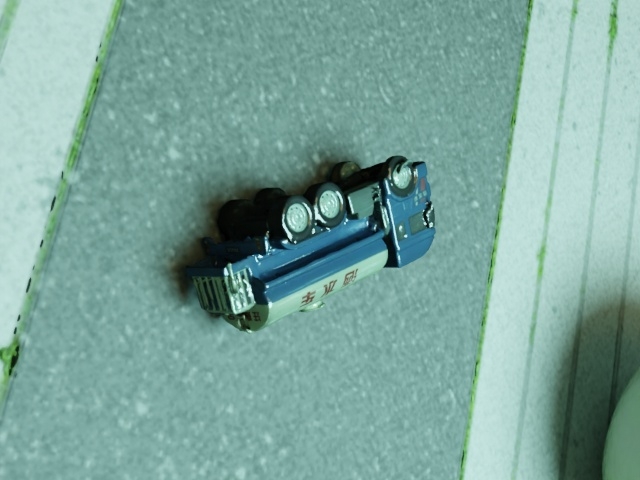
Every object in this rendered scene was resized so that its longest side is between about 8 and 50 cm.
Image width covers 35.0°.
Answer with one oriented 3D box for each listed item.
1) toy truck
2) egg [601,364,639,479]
[{"bbox_3d":[0.000,0.000,0.719,0.201,0.074,0.088,-23,103,-40],"label":"toy truck"},{"bbox_3d":[0.362,0.215,0.915,0.337,0.201,0.337,10,72,-34],"label":"egg"}]
